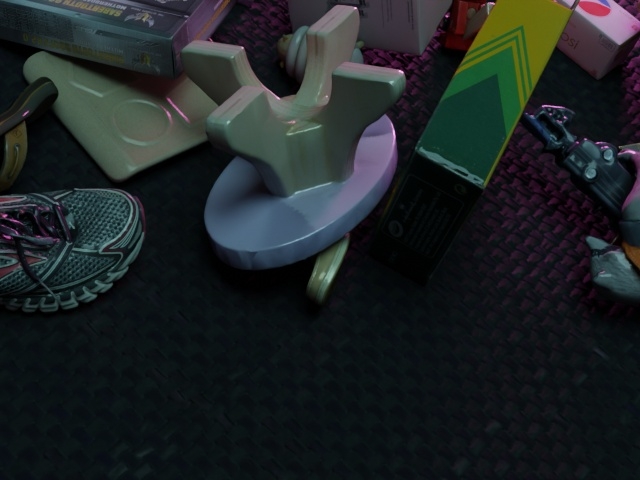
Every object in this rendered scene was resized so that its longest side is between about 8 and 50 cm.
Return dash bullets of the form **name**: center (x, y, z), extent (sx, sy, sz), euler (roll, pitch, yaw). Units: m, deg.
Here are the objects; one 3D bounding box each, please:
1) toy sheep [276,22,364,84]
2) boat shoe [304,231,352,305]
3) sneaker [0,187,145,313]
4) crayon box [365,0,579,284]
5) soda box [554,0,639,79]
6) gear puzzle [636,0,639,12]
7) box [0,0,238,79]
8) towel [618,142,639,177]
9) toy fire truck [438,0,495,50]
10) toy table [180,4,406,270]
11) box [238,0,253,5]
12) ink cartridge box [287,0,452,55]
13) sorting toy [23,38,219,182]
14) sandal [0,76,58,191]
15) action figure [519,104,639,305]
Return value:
- **toy sheep**: center (0.008, -0.216, 1.336), extent (0.132, 0.091, 0.091), euler (16, 48, 17)
- **boat shoe**: center (0.000, 0.000, 1.185), extent (0.059, 0.063, 0.170), euler (18, 41, -1)
- **sneaker**: center (-0.301, 0.006, 1.042), extent (0.299, 0.112, 0.121), euler (-15, 60, -29)
- **crayon box**: center (0.169, -0.134, 1.224), extent (0.083, 0.203, 0.323), euler (29, 57, 4)
- **soda box**: center (0.331, -0.321, 1.536), extent (0.216, 0.069, 0.074), euler (44, 53, 15)
- **gear puzzle**: center (0.458, -0.178, 1.399), extent (0.044, 0.175, 0.339), euler (-9, 75, -3)
- **box**: center (-0.231, -0.275, 1.275), extent (0.231, 0.056, 0.183), euler (14, 45, 13)
- **towel**: center (0.422, -0.093, 1.429), extent (0.060, 0.009, 0.083), euler (-11, 58, -25)
- **toy fire truck**: center (0.196, -0.273, 1.408), extent (0.047, 0.192, 0.135), euler (4, 24, -17)
- **toy table**: center (-0.024, -0.115, 1.156), extent (0.252, 0.161, 0.274), euler (5, 39, 19)
- **box**: center (-0.227, -0.376, 1.392), extent (0.323, 0.067, 0.063), euler (16, 51, -8)
- **ink cartridge box**: center (0.059, -0.322, 1.373), extent (0.176, 0.127, 0.128), euler (13, 46, 20)
- **sorting toy**: center (-0.197, -0.168, 1.264), extent (0.208, 0.038, 0.193), euler (-31, 68, -30)
- **sandal**: center (-0.325, -0.086, 1.138), extent (0.060, 0.090, 0.219), euler (44, 42, -11)
- **action figure**: center (0.392, -0.077, 1.243), extent (0.341, 0.178, 0.330), euler (37, 91, 2)
